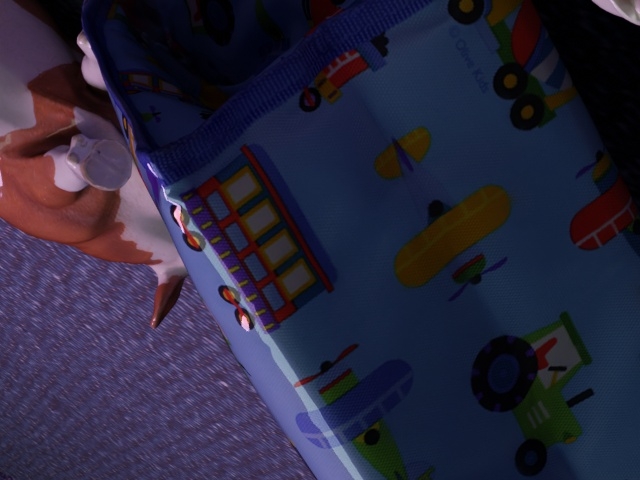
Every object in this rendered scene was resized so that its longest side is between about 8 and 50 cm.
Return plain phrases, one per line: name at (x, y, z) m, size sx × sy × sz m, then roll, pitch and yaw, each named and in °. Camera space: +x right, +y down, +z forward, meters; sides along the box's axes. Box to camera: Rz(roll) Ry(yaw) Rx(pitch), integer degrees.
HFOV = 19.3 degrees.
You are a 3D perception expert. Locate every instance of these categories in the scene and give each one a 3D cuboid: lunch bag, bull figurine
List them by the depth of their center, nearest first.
lunch bag at (0.000, 0.000, 0.724) m, size 0.221 × 0.138 × 0.293 m, roll 59°, pitch 167°, yaw -21°
bull figurine at (-0.149, -0.073, 0.909) m, size 0.310 × 0.101 × 0.188 m, roll 32°, pitch 161°, yaw -3°

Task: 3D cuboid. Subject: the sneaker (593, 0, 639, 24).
sneaker at (0.069, -0.102, 0.451) m, size 0.087 × 0.092 × 0.229 m, roll 36°, pitch 164°, yaw -18°
